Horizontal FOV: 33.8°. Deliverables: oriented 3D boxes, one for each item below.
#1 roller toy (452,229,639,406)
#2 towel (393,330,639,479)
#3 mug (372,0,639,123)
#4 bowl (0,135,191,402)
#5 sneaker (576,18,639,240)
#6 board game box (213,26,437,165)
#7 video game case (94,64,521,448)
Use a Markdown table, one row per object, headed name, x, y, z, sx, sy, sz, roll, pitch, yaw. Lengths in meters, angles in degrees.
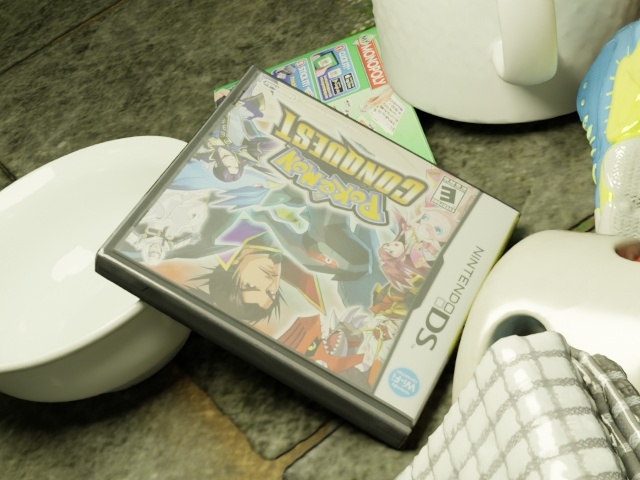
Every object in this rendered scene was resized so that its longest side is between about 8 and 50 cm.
| name | x | y | z | sx | sy | sz | roll | pitch | yaw |
| --- | --- | --- | --- | --- | --- | --- | --- | --- | --- |
| roller toy | 0.176 | 0.089 | 0.650 | 0.146 | 0.191 | 0.209 | 9 | 48 | 38 |
| towel | 0.097 | 0.212 | 0.490 | 0.121 | 0.284 | 0.235 | 12 | 35 | -23 |
| mug | 0.172 | -0.293 | 0.971 | 0.276 | 0.328 | 0.374 | -5 | 38 | 9 |
| bowl | -0.207 | 0.046 | 0.970 | 0.298 | 0.134 | 0.298 | -15 | 38 | 12 |
| sneaker | 0.266 | -0.085 | 0.887 | 0.126 | 0.091 | 0.240 | 169 | 120 | -75 |
| board game box | -0.002 | -0.106 | 1.115 | 0.213 | 0.046 | 0.317 | -19 | 36 | 6 |
| video game case | 0.000 | 0.000 | 0.864 | 0.275 | 0.035 | 0.248 | 30 | 54 | 5 |
